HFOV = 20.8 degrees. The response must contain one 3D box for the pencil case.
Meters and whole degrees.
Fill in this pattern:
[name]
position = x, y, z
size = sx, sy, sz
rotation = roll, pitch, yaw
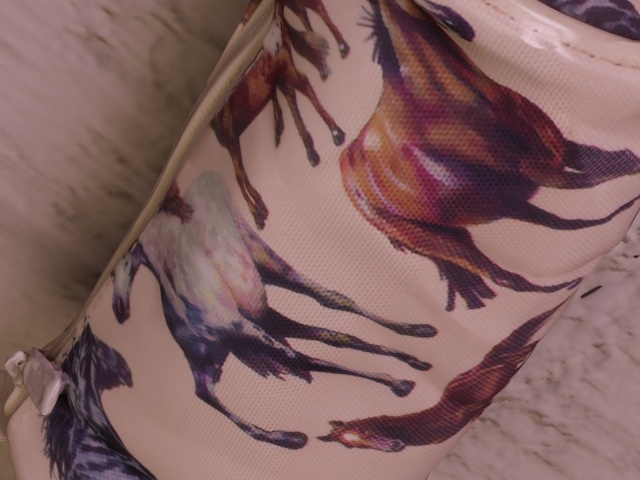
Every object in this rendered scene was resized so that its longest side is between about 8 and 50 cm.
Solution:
[pencil case]
position = 0.000, 0.000, 0.666
size = 0.184, 0.160, 0.410
rotation = 13, 138, -19
